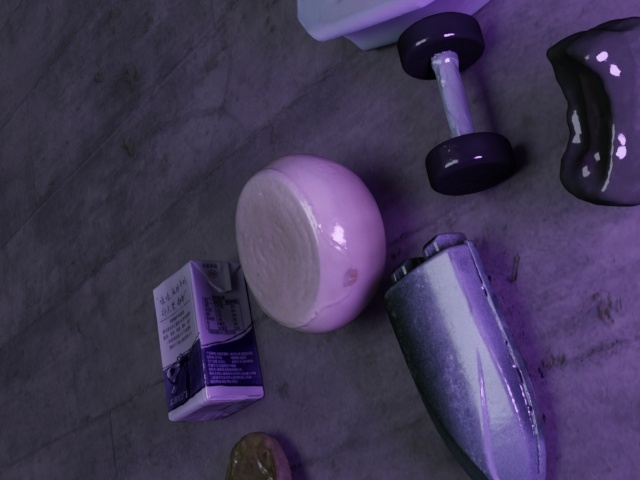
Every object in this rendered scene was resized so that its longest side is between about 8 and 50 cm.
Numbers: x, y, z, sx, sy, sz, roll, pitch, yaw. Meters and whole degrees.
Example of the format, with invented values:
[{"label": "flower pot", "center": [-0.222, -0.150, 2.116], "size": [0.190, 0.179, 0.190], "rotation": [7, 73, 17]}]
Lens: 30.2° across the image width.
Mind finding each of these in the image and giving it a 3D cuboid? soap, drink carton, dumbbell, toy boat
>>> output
[{"label": "soap", "center": [0.110, -0.358, 1.413], "size": [0.347, 0.115, 0.208], "rotation": [-5, 84, 56]}, {"label": "drink carton", "center": [-0.176, 0.153, 1.817], "size": [0.134, 0.101, 0.222], "rotation": [-37, 58, 51]}, {"label": "dumbbell", "center": [0.153, -0.154, 1.348], "size": [0.100, 0.100, 0.191], "rotation": [-35, 60, 50]}, {"label": "toy boat", "center": [0.171, 0.152, 1.315], "size": [0.141, 0.092, 0.320], "rotation": [-41, 62, 46]}]

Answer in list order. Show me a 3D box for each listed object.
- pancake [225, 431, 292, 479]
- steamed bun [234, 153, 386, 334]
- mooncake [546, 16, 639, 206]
[{"label": "pancake", "center": [-0.090, 0.396, 1.721], "size": [0.242, 0.050, 0.242], "rotation": [-26, 60, 60]}, {"label": "steamed bun", "center": [0.000, 0.000, 1.525], "size": [0.231, 0.145, 0.232], "rotation": [24, 121, 49]}, {"label": "mooncake", "center": [0.277, -0.119, 1.105], "size": [0.104, 0.168, 0.175], "rotation": [15, 85, 57]}]
